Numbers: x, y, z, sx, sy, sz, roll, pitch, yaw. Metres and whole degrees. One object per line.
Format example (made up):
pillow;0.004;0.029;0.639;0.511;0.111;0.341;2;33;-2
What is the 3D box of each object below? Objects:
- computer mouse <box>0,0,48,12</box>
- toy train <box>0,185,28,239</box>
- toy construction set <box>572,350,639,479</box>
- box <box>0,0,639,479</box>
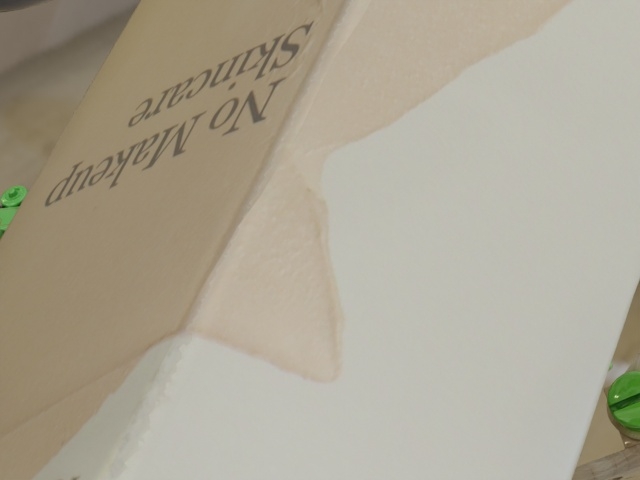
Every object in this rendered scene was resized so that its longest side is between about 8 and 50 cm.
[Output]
computer mouse;-0.118;-0.223;1.058;0.262;0.184;0.060;-29;58;-35
toy train;-0.116;-0.003;0.598;0.083;0.017;0.024;-7;41;17
toy construction set;0.187;0.131;1.203;0.257;0.309;0.237;-23;76;-13
box;0.000;0.000;0.524;0.121;0.148;0.311;42;52;-24
